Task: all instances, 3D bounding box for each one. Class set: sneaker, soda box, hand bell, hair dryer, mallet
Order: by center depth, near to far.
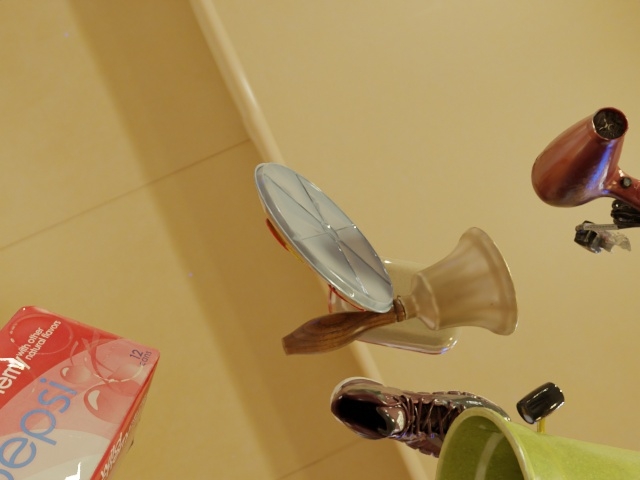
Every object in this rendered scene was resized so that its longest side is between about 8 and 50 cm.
[{"bbox_3d":[-0.165,0.143,0.329,0.263,0.092,0.084,-74,-174,-60],"label":"soda box"},{"bbox_3d":[0.075,0.080,0.769,0.126,0.241,0.126,163,-90,-80],"label":"hand bell"},{"bbox_3d":[0.351,-0.064,0.799,0.223,0.080,0.293,1,-22,44],"label":"hair dryer"},{"bbox_3d":[0.309,0.287,1.018,0.039,0.062,0.190,40,-37,49],"label":"mallet"},{"bbox_3d":[0.142,0.270,1.038,0.162,0.281,0.107,37,60,-78],"label":"sneaker"}]

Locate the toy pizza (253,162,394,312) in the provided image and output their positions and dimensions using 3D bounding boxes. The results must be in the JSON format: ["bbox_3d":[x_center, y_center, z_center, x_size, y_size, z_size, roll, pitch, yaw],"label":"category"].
[{"bbox_3d":[0.000,0.000,0.737,0.201,0.032,0.201,42,18,-17],"label":"toy pizza"}]

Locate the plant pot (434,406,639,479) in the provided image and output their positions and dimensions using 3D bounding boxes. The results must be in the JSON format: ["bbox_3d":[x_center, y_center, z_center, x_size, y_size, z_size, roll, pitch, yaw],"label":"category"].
[{"bbox_3d":[0.298,0.340,0.828,0.276,0.253,0.276,-175,-90,-77],"label":"plant pot"}]

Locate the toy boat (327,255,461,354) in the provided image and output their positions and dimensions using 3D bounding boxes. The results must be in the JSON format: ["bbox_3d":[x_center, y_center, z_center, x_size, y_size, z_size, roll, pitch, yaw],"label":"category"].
[{"bbox_3d":[0.121,0.115,1.220,0.151,0.231,0.151,134,-34,-68],"label":"toy boat"}]
